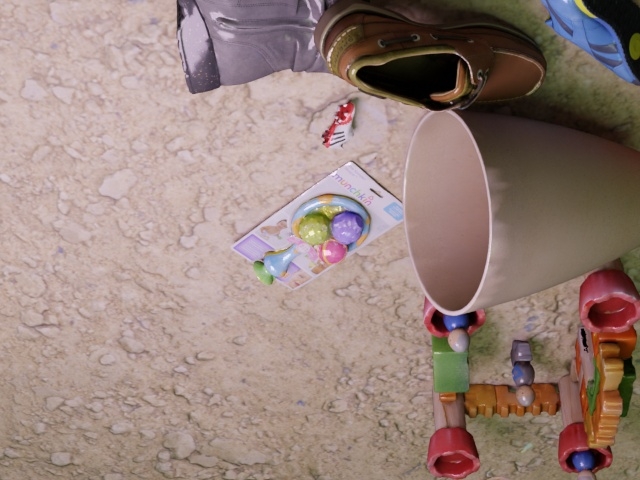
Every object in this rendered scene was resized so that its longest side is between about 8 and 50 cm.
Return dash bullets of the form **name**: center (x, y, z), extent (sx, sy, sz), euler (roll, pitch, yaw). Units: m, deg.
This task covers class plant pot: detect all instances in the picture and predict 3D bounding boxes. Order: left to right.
- **plant pot**: center (0.278, -0.044, 1.340), extent (0.274, 0.256, 0.256), euler (-4, 139, -17)

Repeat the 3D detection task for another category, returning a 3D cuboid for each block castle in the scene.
- **block castle**: center (0.307, 0.196, 1.592), extent (0.303, 0.212, 0.453), euler (-2, 136, 4)

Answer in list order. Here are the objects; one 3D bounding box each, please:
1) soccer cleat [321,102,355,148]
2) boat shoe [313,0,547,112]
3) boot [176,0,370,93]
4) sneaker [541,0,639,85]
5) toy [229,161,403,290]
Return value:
- **soccer cleat**: center (0.031, -0.147, 1.373), extent (0.036, 0.029, 0.083), euler (11, 140, -23)
- **boat shoe**: center (0.141, -0.189, 1.214), extent (0.307, 0.104, 0.110), euler (1, 130, -27)
- **boot**: center (-0.061, -0.311, 1.161), extent (0.223, 0.118, 0.338), euler (-8, 143, 0)
- **sneaker**: center (0.319, -0.251, 1.237), extent (0.082, 0.069, 0.209), euler (7, 159, 46)
- **toy**: center (0.000, 0.000, 1.507), extent (0.237, 0.056, 0.137), euler (-32, 129, 30)
